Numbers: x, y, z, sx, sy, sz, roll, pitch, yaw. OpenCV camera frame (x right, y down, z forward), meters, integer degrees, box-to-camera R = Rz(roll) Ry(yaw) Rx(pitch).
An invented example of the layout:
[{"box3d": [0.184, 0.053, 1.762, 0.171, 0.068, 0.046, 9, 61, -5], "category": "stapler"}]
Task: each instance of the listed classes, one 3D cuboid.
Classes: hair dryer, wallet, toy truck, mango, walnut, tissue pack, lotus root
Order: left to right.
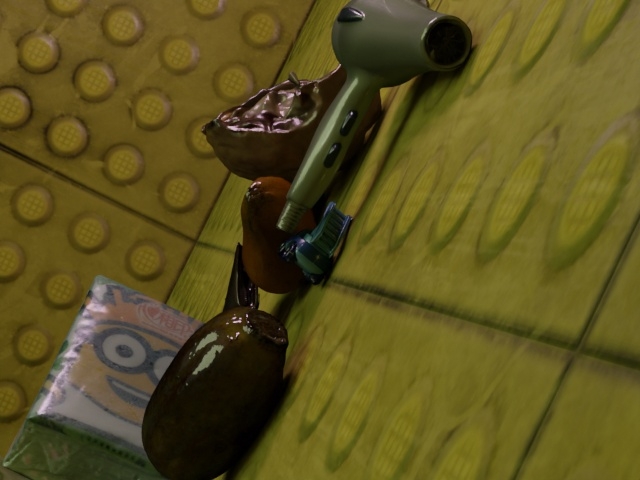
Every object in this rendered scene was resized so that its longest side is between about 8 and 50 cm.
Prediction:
[{"box3d": [-0.250, 0.210, 1.879, 0.128, 0.228, 0.311, -59, 9, 34], "category": "tissue pack"}, {"box3d": [-0.116, 0.169, 1.555, 0.124, 0.123, 0.241, -91, 25, -54], "category": "lotus root"}, {"box3d": [-0.105, 0.095, 1.813, 0.198, 0.031, 0.110, 108, 164, -55], "category": "wallet"}, {"box3d": [-0.044, -0.009, 1.683, 0.105, 0.084, 0.159, -50, -26, -37], "category": "mango"}, {"box3d": [-0.035, -0.139, 1.828, 0.204, 0.141, 0.238, -28, 9, -26], "category": "walnut"}, {"box3d": [0.000, 0.000, 1.613, 0.090, 0.056, 0.073, -50, 12, -3], "category": "toy truck"}, {"box3d": [0.065, -0.159, 1.535, 0.296, 0.119, 0.298, -22, 45, 65], "category": "hair dryer"}]

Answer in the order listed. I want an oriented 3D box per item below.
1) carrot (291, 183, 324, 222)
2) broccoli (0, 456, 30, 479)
[{"box3d": [-0.037, -0.028, 1.866, 0.069, 0.069, 0.229, -57, 11, 37], "category": "carrot"}, {"box3d": [-0.343, 0.387, 1.931, 0.235, 0.260, 0.288, -25, 16, 14], "category": "broccoli"}]
